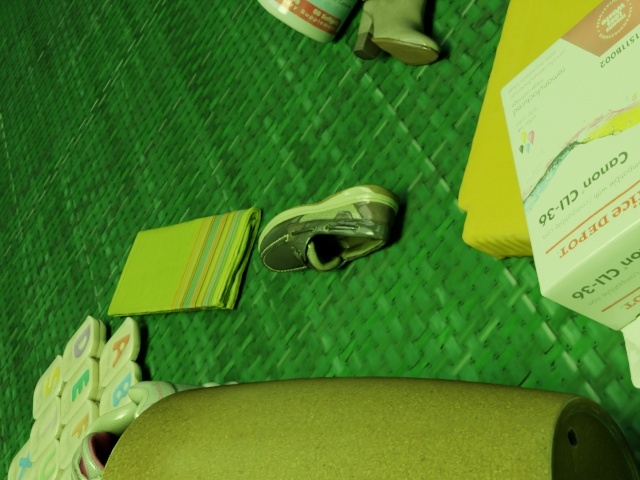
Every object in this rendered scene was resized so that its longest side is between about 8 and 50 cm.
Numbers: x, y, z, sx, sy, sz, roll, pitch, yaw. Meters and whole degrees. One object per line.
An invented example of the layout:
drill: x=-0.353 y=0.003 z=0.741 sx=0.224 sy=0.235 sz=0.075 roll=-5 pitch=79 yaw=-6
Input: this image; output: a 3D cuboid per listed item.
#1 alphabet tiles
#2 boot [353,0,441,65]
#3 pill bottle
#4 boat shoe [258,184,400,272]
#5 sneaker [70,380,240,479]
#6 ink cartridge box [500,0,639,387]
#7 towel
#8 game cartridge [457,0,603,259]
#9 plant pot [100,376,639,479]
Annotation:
alphabet tiles: x=-0.258 y=0.217 z=1.292 sx=0.278 sy=0.021 sz=0.284 roll=-47 pitch=33 yaw=31
boot: x=0.073 y=-0.192 z=1.067 sx=0.118 sy=0.042 sz=0.087 roll=13 pitch=72 yaw=52
pill bottle: x=0.015 y=-0.267 z=1.160 sx=0.160 sy=0.087 sz=0.087 roll=-57 pitch=32 yaw=15
boat shoe: x=0.000 y=0.000 z=1.027 sx=0.152 sy=0.056 sz=0.049 roll=-28 pitch=42 yaw=45
sneaker: x=-0.168 y=0.207 z=1.086 sx=0.252 sy=0.111 sz=0.103 roll=-56 pitch=32 yaw=16
ink cartridge box: x=0.171 y=-0.034 z=0.688 sx=0.115 sy=0.067 sz=0.198 roll=-42 pitch=38 yaw=36
towel: x=-0.136 y=0.026 z=1.256 sx=0.237 sy=0.021 sz=0.102 roll=-9 pitch=56 yaw=55
game cartridge: x=0.227 y=-0.129 z=0.785 sx=0.323 sy=0.052 sz=0.285 roll=-4 pitch=66 yaw=58
plant pot: x=0.043 y=0.171 z=0.709 sx=0.254 sy=0.237 sz=0.237 roll=-20 pitch=52 yaw=34
